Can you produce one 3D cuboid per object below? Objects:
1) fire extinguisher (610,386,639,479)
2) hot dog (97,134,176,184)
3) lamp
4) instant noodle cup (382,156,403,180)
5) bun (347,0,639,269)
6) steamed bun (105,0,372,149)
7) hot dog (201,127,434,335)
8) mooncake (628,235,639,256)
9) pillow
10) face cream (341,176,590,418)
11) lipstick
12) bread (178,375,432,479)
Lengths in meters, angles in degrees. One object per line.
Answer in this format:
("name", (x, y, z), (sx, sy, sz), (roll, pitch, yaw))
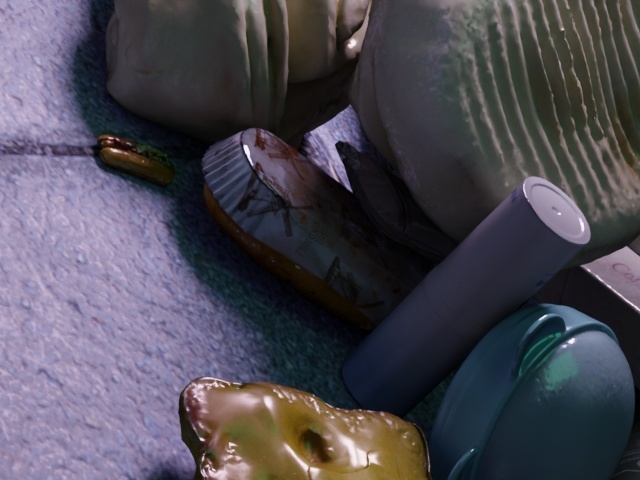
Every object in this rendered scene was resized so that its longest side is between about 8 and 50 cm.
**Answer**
("fire extinguisher", (0.302, 0.226, 1.857), (0.114, 0.095, 0.311), (-2, 29, 10))
("hot dog", (-0.160, -0.073, 1.741), (0.083, 0.021, 0.037), (17, 40, -37))
("lamp", (0.189, 0.161, 1.697), (0.147, 0.209, 0.284), (31, 2, 13))
("instant noodle cup", (0.154, -0.177, 2.079), (0.244, 0.244, 0.255), (31, 40, -21))
("bun", (0.174, -0.145, 1.819), (0.365, 0.219, 0.365), (4, 84, -36))
("steamed bun", (-0.064, -0.223, 1.867), (0.289, 0.203, 0.276), (10, 44, -43))
("hot dog", (0.000, 0.000, 1.781), (0.268, 0.075, 0.144), (40, 29, -21))
("mooncake", (0.476, -0.002, 2.319), (0.275, 0.135, 0.275), (32, 34, -25))
("pillow", (0.099, -0.016, 1.834), (0.232, 0.038, 0.131), (30, 23, -43))
("face cream", (0.121, 0.053, 1.690), (0.077, 0.250, 0.077), (31, 33, -22))
("lipstick", (0.306, 0.074, 1.931), (0.076, 0.080, 0.371), (-14, 39, -32))
("bread", (-0.011, 0.193, 1.522), (0.233, 0.088, 0.161), (20, 32, -31))
